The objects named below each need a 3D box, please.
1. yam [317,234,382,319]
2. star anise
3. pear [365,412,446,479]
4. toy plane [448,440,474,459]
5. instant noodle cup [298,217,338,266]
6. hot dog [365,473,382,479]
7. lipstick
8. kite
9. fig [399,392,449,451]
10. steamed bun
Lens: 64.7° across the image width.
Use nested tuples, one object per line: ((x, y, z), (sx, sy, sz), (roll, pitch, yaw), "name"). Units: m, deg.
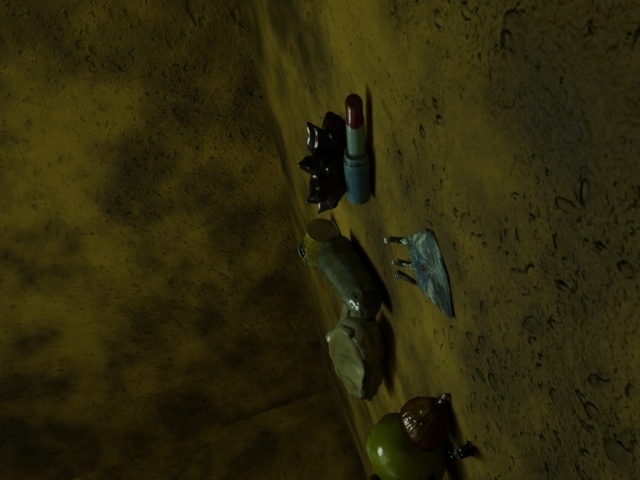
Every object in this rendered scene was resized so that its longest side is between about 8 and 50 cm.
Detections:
((0.086, 0.110, 1.483), (0.330, 0.133, 0.133), (-121, 16, -53), "yam")
((0.029, -0.189, 1.228), (0.223, 0.108, 0.236), (-60, -31, -48), "star anise")
((0.214, 0.519, 1.252), (0.198, 0.198, 0.198), (163, 90, -82), "pear")
((0.294, 0.443, 1.058), (0.121, 0.049, 0.031), (51, -163, -64), "toy plane")
((0.000, 0.000, 1.793), (0.122, 0.151, 0.151), (98, 155, -49), "instant noodle cup")
((0.210, 0.753, 1.307), (0.387, 0.174, 0.267), (36, -129, -44), "hot dog")
((0.080, -0.197, 1.122), (0.274, 0.061, 0.068), (82, -168, -48), "lipstick")
((0.192, 0.041, 1.045), (0.310, 0.015, 0.169), (-146, 40, -73), "kite")
((0.252, 0.395, 1.151), (0.119, 0.153, 0.119), (34, -170, -7), "fig")
((0.120, 0.330, 1.645), (0.247, 0.189, 0.428), (31, 149, 32), "steamed bun")
